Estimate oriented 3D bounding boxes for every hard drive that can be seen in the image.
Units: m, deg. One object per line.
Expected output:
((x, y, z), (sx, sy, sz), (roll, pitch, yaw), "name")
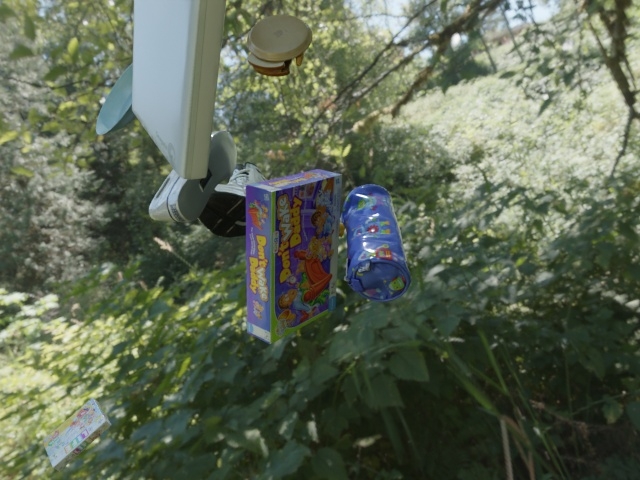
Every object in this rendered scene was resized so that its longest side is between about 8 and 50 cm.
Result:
((-0.201, -0.294, 0.706), (0.047, 0.233, 0.353), (-13, -45, -33), "hard drive")

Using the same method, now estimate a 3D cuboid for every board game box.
((-0.621, 0.491, 1.313), (0.154, 0.026, 0.103), (-42, 44, -19), "board game box")
((-0.058, 0.029, 1.170), (0.078, 0.346, 0.233), (17, 25, 36), "board game box")

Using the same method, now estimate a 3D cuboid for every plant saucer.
((-0.417, -0.305, 1.118), (0.195, 0.194, 0.037), (-26, -40, 33), "plant saucer")

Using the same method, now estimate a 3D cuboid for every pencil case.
((0.111, 0.001, 1.128), (0.133, 0.119, 0.306), (-7, 37, 5), "pencil case")

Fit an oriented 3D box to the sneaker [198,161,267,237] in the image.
((-0.289, -0.151, 1.707), (0.169, 0.257, 0.448), (-40, -25, 18), "sneaker")

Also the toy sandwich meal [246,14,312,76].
((-0.048, -0.229, 0.605), (0.086, 0.085, 0.029), (-24, -28, -9), "toy sandwich meal")

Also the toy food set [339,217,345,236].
((0.000, 0.000, 1.576), (0.232, 0.105, 0.111), (111, 175, -51), "toy food set")

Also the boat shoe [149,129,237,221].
((-0.242, -0.129, 0.981), (0.084, 0.095, 0.258), (-4, 35, 23), "boat shoe")
